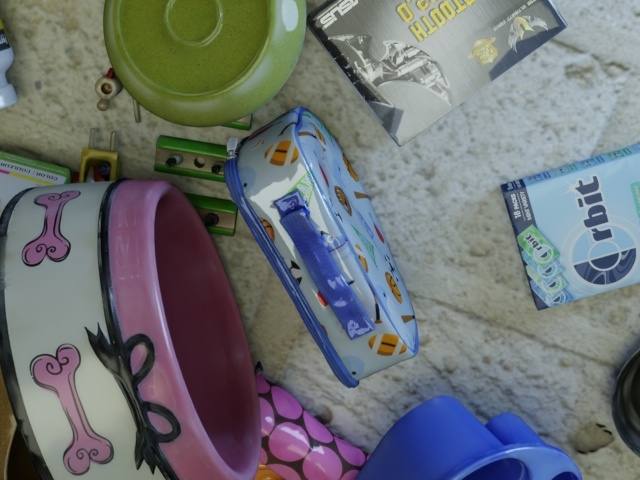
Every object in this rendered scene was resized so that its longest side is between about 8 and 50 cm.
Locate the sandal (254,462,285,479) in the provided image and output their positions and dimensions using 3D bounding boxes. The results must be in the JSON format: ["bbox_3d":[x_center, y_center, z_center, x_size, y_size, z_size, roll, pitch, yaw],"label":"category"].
[{"bbox_3d":[-0.007,0.377,1.342,0.265,0.076,0.102,37,106,-8],"label":"sandal"}]

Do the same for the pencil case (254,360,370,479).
[{"bbox_3d":[-0.031,0.250,1.294,0.209,0.098,0.095,41,111,-12],"label":"pencil case"}]

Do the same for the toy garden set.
[{"bbox_3d":[-0.187,-0.131,1.202,0.204,0.049,0.244,10,108,1],"label":"toy garden set"}]

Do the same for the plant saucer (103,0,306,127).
[{"bbox_3d":[-0.136,-0.247,1.131,0.241,0.037,0.241,1,93,12],"label":"plant saucer"}]

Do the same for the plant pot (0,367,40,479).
[{"bbox_3d":[-0.418,0.157,1.236,0.254,0.237,0.237,21,109,11],"label":"plant pot"}]

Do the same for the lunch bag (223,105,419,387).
[{"bbox_3d":[0.000,0.000,1.131,0.115,0.243,0.303,-27,105,11],"label":"lunch bag"}]

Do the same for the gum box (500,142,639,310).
[{"bbox_3d":[0.324,-0.017,1.210,0.184,0.041,0.157,-17,106,8],"label":"gum box"}]

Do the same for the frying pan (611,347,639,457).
[{"bbox_3d":[0.507,0.155,1.250,0.326,0.053,0.197,-37,102,12],"label":"frying pan"}]

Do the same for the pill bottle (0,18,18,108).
[{"bbox_3d":[-0.411,-0.233,1.156,0.103,0.103,0.184,-15,107,8],"label":"pill bottle"}]

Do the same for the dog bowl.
[{"bbox_3d":[-0.185,0.116,1.096,0.150,0.408,0.408,-17,106,7],"label":"dog bowl"}]

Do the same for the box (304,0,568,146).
[{"bbox_3d":[0.127,-0.245,1.141,0.231,0.056,0.183,-35,102,14],"label":"box"}]

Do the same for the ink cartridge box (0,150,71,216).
[{"bbox_3d":[-0.412,0.012,1.150,0.189,0.255,0.097,14,135,-1],"label":"ink cartridge box"}]

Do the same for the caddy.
[{"bbox_3d":[0.164,0.355,1.229,0.241,0.179,0.341,19,111,-32],"label":"caddy"}]
